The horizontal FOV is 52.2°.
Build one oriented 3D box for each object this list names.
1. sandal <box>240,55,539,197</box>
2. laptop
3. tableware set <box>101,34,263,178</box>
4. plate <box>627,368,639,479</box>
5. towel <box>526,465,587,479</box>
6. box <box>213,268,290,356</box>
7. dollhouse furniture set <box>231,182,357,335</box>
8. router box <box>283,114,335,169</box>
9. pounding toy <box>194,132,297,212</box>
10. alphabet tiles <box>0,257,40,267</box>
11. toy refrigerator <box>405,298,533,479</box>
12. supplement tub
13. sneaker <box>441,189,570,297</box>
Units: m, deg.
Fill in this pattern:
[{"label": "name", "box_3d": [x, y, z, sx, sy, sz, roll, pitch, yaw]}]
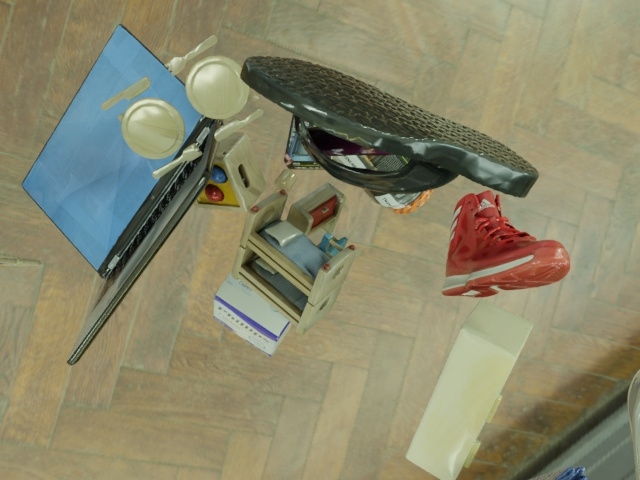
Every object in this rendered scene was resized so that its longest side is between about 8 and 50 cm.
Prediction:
[{"label": "sandal", "box_3d": [0.097, -0.112, 0.828, 0.446, 0.167, 0.107, 15, 117, -30]}, {"label": "laptop", "box_3d": [-0.359, -0.094, 1.059, 0.236, 0.408, 0.382, 33, 110, -19]}, {"label": "tableware set", "box_3d": [-0.186, -0.185, 0.907, 0.194, 0.039, 0.128, -29, 112, 10]}, {"label": "plate", "box_3d": [0.232, 0.112, 0.303, 0.045, 0.277, 0.278, 21, 47, -2]}, {"label": "towel", "box_3d": [0.263, 0.435, 0.975, 0.243, 0.336, 0.040, -34, 68, -12]}, {"label": "box", "box_3d": [-0.109, 0.118, 1.086, 0.126, 0.137, 0.072, 33, 66, 5]}, {"label": "dollhouse furniture set", "box_3d": [0.000, 0.000, 0.864, 0.129, 0.129, 0.184, 38, 46, 17]}, {"label": "router box", "box_3d": [-0.014, -0.196, 1.255, 0.092, 0.038, 0.122, 2, 69, 16]}, {"label": "pounding toy", "box_3d": [-0.152, -0.104, 1.239, 0.094, 0.206, 0.181, -57, 142, -39]}, {"label": "alphabet tiles", "box_3d": [-0.514, 0.029, 0.815, 0.237, 0.198, 0.009, -5, 84, 23]}, {"label": "toy refrigerator", "box_3d": [0.226, 0.234, 0.991, 0.102, 0.094, 0.269, -34, 146, -54]}, {"label": "supplement tub", "box_3d": [0.100, -0.135, 1.075, 0.117, 0.117, 0.190, -51, 122, -9]}, {"label": "sneaker", "box_3d": [0.198, -0.007, 0.751, 0.087, 0.221, 0.128, 4, 78, -18]}]
